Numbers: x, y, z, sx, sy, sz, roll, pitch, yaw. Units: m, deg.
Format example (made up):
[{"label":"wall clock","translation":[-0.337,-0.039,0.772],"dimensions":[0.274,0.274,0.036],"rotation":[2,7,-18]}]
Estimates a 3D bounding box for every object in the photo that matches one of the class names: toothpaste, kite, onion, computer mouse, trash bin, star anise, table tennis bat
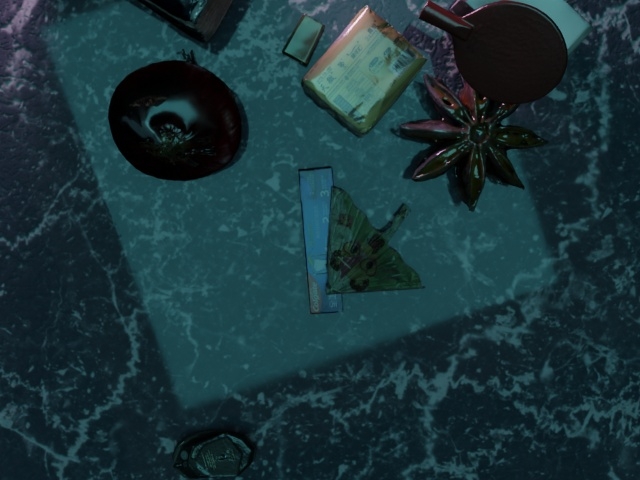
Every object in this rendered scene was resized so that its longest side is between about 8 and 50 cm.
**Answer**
[{"label":"toothpaste","translation":[0.001,0.000,1.738],"dimensions":[0.077,0.066,0.320],"rotation":[-4,97,-1]},{"label":"kite","translation":[0.105,0.021,1.727],"dimensions":[0.268,0.013,0.323],"rotation":[-44,107,-12]},{"label":"onion","translation":[-0.296,-0.263,1.651],"dimensions":[0.273,0.285,0.273],"rotation":[1,135,1]},{"label":"computer mouse","translation":[-0.237,0.480,1.787],"dimensions":[0.193,0.062,0.105],"rotation":[-11,97,6]},{"label":"trash bin","translation":[-0.035,-0.432,1.702],"dimensions":[0.061,0.043,0.092],"rotation":[28,91,-4]},{"label":"star anise","translation":[0.325,-0.231,1.696],"dimensions":[0.332,0.117,0.331],"rotation":[-1,96,-10]},{"label":"table tennis bat","translation":[0.341,-0.390,1.576],"dimensions":[0.310,0.038,0.200],"rotation":[28,121,2]}]

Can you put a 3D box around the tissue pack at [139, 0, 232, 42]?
[{"label":"tissue pack","translation":[-0.351,-0.618,1.565],"dimensions":[0.417,0.253,0.264],"rotation":[30,96,-4]}]

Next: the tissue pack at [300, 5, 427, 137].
[{"label":"tissue pack","translation":[0.091,-0.357,1.688],"dimensions":[0.186,0.090,0.222],"rotation":[39,95,-7]}]

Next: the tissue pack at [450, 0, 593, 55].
[{"label":"tissue pack","translation":[0.413,-0.462,1.651],"dimensions":[0.246,0.159,0.136],"rotation":[40,96,-6]}]
